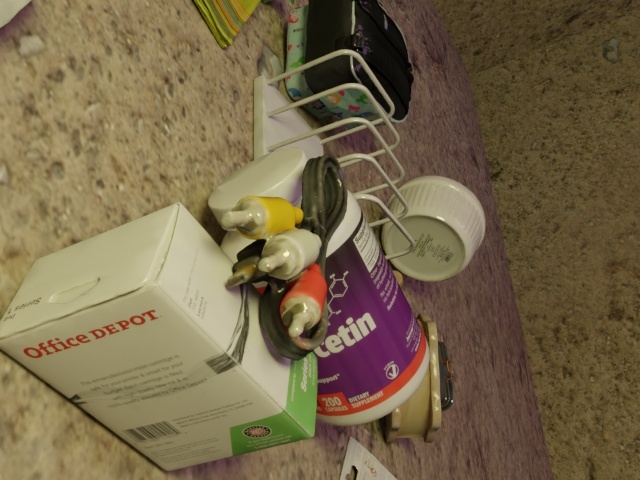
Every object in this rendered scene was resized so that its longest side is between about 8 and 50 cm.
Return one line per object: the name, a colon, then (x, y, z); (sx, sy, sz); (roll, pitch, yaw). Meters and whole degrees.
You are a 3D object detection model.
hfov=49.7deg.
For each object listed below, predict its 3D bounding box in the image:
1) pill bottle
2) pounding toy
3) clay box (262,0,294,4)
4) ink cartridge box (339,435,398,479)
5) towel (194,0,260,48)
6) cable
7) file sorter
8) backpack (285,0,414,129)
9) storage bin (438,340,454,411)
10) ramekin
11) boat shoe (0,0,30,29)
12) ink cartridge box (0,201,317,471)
pill bottle: (-0.003, 0.057, 0.840); (0.323, 0.181, 0.182); (61, 26, -25)
pounding toy: (0.110, 0.195, 1.144); (0.154, 0.154, 0.270); (96, -6, -75)
clay box: (-0.113, -0.504, 1.154); (0.222, 0.053, 0.128); (50, 34, -45)
ink cartridge box: (0.075, 0.393, 0.984); (0.179, 0.045, 0.145); (45, 31, -14)
towel: (-0.119, -0.393, 1.034); (0.102, 0.021, 0.237); (60, 38, -37)
cable: (0.000, 0.000, 0.615); (0.140, 0.072, 0.287); (63, 27, -9)
file sorter: (0.023, -0.113, 1.033); (0.193, 0.173, 0.278); (42, 37, -51)
backpack: (0.059, -0.313, 1.224); (0.253, 0.191, 0.225); (22, 65, -52)
storage bin: (0.184, 0.238, 1.261); (0.091, 0.098, 0.135); (32, 44, -42)
ramekin: (0.218, -0.015, 1.376); (0.207, 0.207, 0.109); (61, 34, -24)
boat shoe: (-0.284, -0.188, 0.529); (0.081, 0.079, 0.228); (48, 27, -29)
ink cartridge box: (-0.123, 0.090, 0.572); (0.219, 0.160, 0.093); (55, 26, -37)
